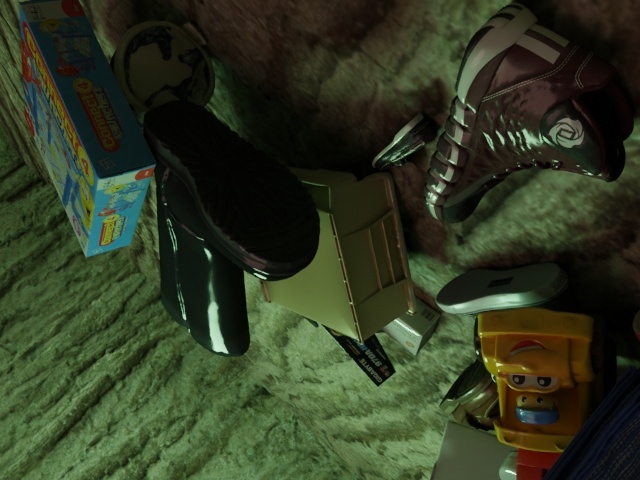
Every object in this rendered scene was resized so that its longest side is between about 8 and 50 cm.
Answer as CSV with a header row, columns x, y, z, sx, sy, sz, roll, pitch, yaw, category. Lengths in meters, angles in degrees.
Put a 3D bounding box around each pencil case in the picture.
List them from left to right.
x,y,z,sx,sy,sz,roll,pitch,yaw,category
-0.324,-0.249,1.105,0.160,0.183,0.410,30,160,-23,pencil case

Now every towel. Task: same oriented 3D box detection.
x,y,z,sx,sy,sz,roll,pitch,yaw,category
0.342,0.295,0.728,0.040,0.243,0.336,37,175,44,towel

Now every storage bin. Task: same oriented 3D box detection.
x,y,z,sx,sy,sz,roll,pitch,yaw,category
0.000,0.000,0.984,0.262,0.123,0.260,17,127,49,storage bin

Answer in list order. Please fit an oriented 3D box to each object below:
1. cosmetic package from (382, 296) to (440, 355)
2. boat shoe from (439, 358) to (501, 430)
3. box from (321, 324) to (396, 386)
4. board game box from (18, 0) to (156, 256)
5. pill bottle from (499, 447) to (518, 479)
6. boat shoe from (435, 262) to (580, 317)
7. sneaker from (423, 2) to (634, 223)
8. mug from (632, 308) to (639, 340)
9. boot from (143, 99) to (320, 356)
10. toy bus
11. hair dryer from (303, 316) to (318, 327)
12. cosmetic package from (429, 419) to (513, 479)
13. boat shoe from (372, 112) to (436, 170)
x,y,z,sx,sy,sz,roll,pitch,yaw,category
0.103,0.107,1.139,0.239,0.060,0.099,36,157,21,cosmetic package
0.292,0.263,1.047,0.104,0.110,0.307,35,165,14,boat shoe
0.061,0.179,1.237,0.175,0.051,0.220,49,-177,-13,box
-0.390,-0.170,0.997,0.308,0.086,0.302,62,149,11,board game box
0.345,0.279,0.849,0.108,0.193,0.108,36,156,19,pill bottle
0.252,0.083,0.835,0.076,0.080,0.228,50,149,-12,boat shoe
0.202,-0.078,0.603,0.163,0.106,0.281,33,154,20,sneaker
0.395,0.137,0.626,0.169,0.113,0.150,51,142,-5,mug
-0.153,0.055,0.985,0.367,0.146,0.445,49,145,33,boot
0.266,0.199,0.731,0.150,0.211,0.220,0,155,30,toy bus
-0.062,0.106,1.397,0.224,0.080,0.293,42,175,0,hair dryer
0.365,0.439,0.968,0.366,0.196,0.155,8,162,42,cosmetic package
0.106,-0.115,0.778,0.038,0.046,0.125,49,149,2,boat shoe
